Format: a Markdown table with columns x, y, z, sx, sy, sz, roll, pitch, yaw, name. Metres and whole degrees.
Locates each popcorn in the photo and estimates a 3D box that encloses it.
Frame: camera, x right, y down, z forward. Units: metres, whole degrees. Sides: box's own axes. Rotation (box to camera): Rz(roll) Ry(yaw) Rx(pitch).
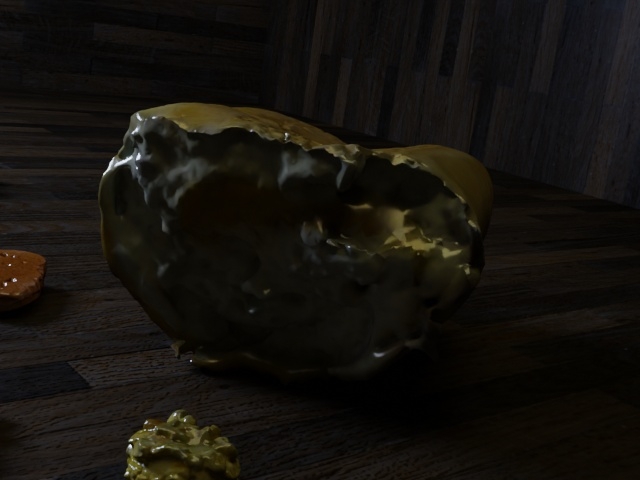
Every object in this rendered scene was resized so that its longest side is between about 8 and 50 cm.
| x | y | z | sx | sy | sz | roll | pitch | yaw | name |
| --- | --- | --- | --- | --- | --- | --- | --- | --- | --- |
| -0.094 | 0.157 | 0.592 | 0.082 | 0.057 | 0.083 | 18 | 14 | 31 | popcorn |

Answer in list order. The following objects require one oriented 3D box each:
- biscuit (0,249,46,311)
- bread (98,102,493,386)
| x | y | z | sx | sy | sz | roll | pitch | yaw | name |
| --- | --- | --- | --- | --- | --- | --- | --- | --- | --- |
| -0.392 | 0.050 | 0.889 | 0.192 | 0.036 | 0.186 | 5 | 17 | -17 | biscuit |
| 0.000 | 0.000 | 0.912 | 0.361 | 0.250 | 0.394 | 14 | 11 | 13 | bread |
